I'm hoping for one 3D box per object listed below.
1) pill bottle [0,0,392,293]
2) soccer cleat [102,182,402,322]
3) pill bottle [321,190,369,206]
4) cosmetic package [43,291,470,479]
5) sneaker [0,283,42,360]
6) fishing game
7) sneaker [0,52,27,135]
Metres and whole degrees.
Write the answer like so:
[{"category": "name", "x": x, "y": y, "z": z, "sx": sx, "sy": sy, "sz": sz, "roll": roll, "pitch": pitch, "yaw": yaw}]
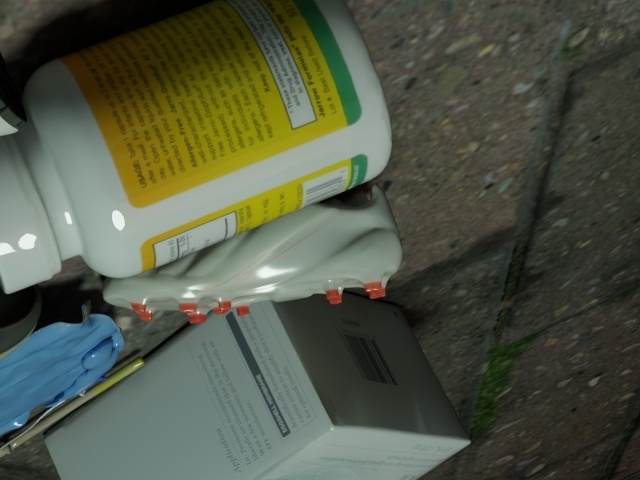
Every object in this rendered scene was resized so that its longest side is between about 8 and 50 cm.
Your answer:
[{"category": "pill bottle", "x": -0.079, "y": -0.051, "z": 0.846, "sx": 0.208, "sy": 0.118, "sz": 0.118, "roll": -23, "pitch": 156, "yaw": -13}, {"category": "soccer cleat", "x": -0.045, "y": 0.008, "z": 1.078, "sx": 0.196, "sy": 0.076, "sz": 0.068, "roll": -7, "pitch": 169, "yaw": 0}, {"category": "pill bottle", "x": 0.000, "y": 0.000, "z": 1.125, "sx": 0.083, "sy": 0.043, "sz": 0.043, "roll": -30, "pitch": 156, "yaw": 5}, {"category": "cosmetic package", "x": -0.045, "y": 0.154, "z": 1.272, "sx": 0.224, "sy": 0.138, "sz": 0.224, "roll": -37, "pitch": 155, "yaw": 21}, {"category": "sneaker", "x": -0.211, "y": 0.007, "z": 0.862, "sx": 0.118, "sy": 0.083, "sz": 0.222, "roll": -42, "pitch": 152, "yaw": 28}, {"category": "fishing game", "x": -0.217, "y": 0.093, "z": 1.085, "sx": 0.189, "sy": 0.041, "sz": 0.264, "roll": -35, "pitch": 164, "yaw": 15}, {"category": "sneaker", "x": -0.217, "y": -0.087, "z": 0.641, "sx": 0.124, "sy": 0.107, "sz": 0.283, "roll": -25, "pitch": 157, "yaw": 1}]
